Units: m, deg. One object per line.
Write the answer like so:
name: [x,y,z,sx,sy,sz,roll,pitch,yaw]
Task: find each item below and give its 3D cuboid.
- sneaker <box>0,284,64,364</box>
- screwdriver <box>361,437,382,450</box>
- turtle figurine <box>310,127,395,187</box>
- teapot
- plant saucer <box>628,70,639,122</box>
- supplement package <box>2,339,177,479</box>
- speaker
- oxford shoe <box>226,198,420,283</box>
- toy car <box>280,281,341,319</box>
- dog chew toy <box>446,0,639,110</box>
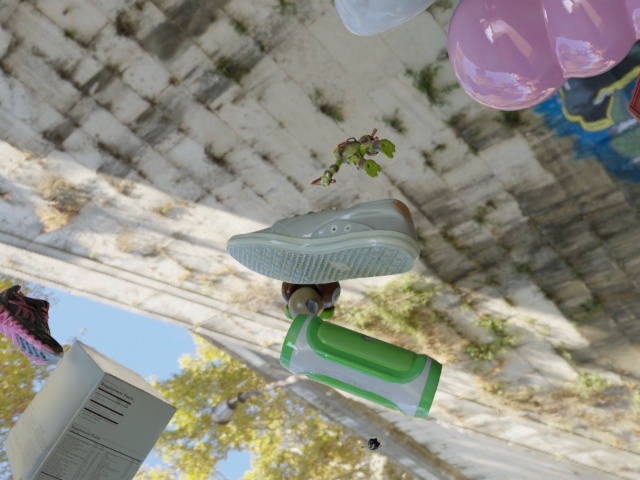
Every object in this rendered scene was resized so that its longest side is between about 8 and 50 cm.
sneaker: [-0.312,0.086,0.619,0.119,0.047,0.057,32,-138,19]
screwdriver: [0.080,0.344,0.964,0.024,0.025,0.170,-63,-25,-9]
turtle figurine: [0.100,-0.238,1.536,0.269,0.217,0.087,-40,-63,-21]
teapot: [0.127,-0.570,1.197,0.187,0.253,0.256,58,-169,-32]
plant saucer: [0.759,-0.359,1.258,0.258,0.048,0.259,-68,-15,-61]
supplement package: [-0.382,0.307,0.942,0.149,0.194,0.203,41,-107,-33]
speaker: [0.077,0.241,1.109,0.297,0.131,0.131,18,-143,11]
oxford shoe: [0.000,0.000,1.162,0.169,0.450,0.130,44,-129,-43]
toy car: [-0.017,0.150,1.360,0.188,0.149,0.155,-104,16,-64]
dog chew toy: [0.359,-0.320,0.828,0.207,0.332,0.206,26,-123,-49]
